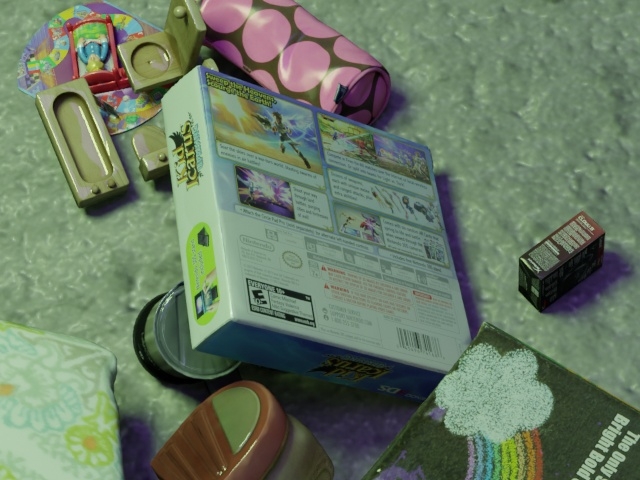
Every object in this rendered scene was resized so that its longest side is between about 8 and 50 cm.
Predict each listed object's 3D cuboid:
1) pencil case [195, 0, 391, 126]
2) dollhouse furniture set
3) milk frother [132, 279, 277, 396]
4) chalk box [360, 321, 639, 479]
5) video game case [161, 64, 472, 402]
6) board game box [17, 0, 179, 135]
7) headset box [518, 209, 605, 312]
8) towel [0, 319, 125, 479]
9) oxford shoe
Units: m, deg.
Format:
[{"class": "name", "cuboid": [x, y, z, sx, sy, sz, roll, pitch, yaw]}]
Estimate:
[{"class": "pencil case", "cuboid": [-0.036, -0.178, 1.650, 0.209, 0.095, 0.098, 39, 86, 27]}, {"class": "dollhouse furniture set", "cuboid": [-0.175, -0.135, 1.595, 0.151, 0.123, 0.144, -20, 78, -17]}, {"class": "milk frother", "cuboid": [-0.074, 0.076, 1.474, 0.143, 0.135, 0.129, -42, 95, -14]}, {"class": "chalk box", "cuboid": [0.197, 0.234, 1.329, 0.289, 0.179, 0.180, 32, 67, 21]}, {"class": "video game case", "cuboid": [0.000, 0.000, 1.461, 0.269, 0.061, 0.244, 17, 51, -37]}, {"class": "board game box", "cuboid": [-0.218, -0.182, 1.702, 0.168, 0.033, 0.133, 29, 67, 20]}, {"class": "headset box", "cuboid": [0.215, 0.016, 1.520, 0.083, 0.062, 0.032, -37, 63, -14]}, {"class": "towel", "cuboid": [-0.299, 0.181, 1.273, 0.320, 0.090, 0.374, 19, 35, -25]}, {"class": "oxford shoe", "cuboid": [-0.121, 0.279, 1.371, 0.348, 0.130, 0.123, -47, 35, 1]}]
